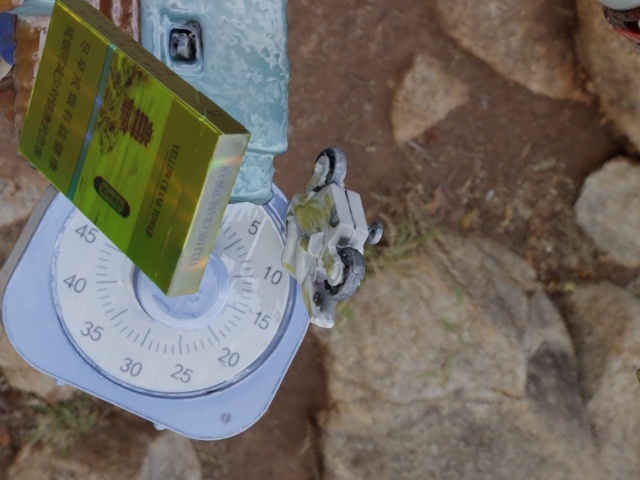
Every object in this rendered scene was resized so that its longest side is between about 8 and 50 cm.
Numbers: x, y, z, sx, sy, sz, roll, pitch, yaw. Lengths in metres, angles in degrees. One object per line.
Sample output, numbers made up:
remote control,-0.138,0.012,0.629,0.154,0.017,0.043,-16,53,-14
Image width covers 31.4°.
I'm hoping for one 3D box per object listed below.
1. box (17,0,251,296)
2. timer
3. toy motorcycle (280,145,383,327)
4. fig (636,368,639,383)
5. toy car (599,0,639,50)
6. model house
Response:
box,-0.131,-0.066,0.762,0.030,0.193,0.121,-9,130,-46
timer,-0.184,0.034,1.434,0.395,0.395,0.173,-51,-163,-7
toy motorcycle,0.000,0.000,1.358,0.074,0.229,0.151,16,135,-29
fig,0.351,0.157,0.852,0.314,0.233,0.233,-19,137,-43
toy car,0.254,-0.214,0.898,0.112,0.139,0.112,25,91,-20
model house,-0.219,-0.172,1.035,0.329,0.251,0.295,-4,93,-52
